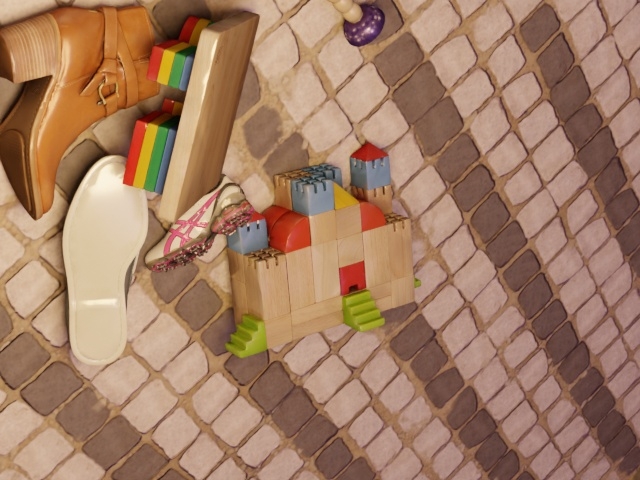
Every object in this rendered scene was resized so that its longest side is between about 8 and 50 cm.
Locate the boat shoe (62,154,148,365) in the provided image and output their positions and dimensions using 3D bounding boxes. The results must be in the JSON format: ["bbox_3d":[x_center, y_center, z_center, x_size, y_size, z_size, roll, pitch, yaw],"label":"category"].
[{"bbox_3d":[-0.316,0.018,1.918,0.116,0.099,0.320,2,112,-15],"label":"boat shoe"}]

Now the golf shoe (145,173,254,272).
[{"bbox_3d":[-0.191,-0.023,2.008,0.186,0.086,0.067,-35,164,6],"label":"golf shoe"}]

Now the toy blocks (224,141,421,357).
[{"bbox_3d":[0.000,0.000,2.110,0.381,0.190,0.261,-16,112,-30],"label":"toy blocks"}]

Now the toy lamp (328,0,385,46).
[{"bbox_3d":[-0.006,-0.386,1.931,0.080,0.080,0.274,-52,136,-1],"label":"toy lamp"}]

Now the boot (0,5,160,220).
[{"bbox_3d":[-0.323,-0.178,1.802,0.220,0.109,0.284,-19,118,-34],"label":"boot"}]

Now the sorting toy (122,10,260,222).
[{"bbox_3d":[-0.179,-0.184,1.824,0.255,0.089,0.257,-57,163,-72],"label":"sorting toy"}]
